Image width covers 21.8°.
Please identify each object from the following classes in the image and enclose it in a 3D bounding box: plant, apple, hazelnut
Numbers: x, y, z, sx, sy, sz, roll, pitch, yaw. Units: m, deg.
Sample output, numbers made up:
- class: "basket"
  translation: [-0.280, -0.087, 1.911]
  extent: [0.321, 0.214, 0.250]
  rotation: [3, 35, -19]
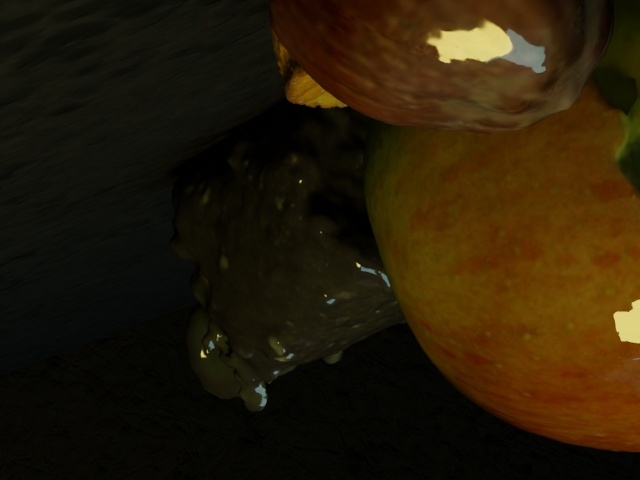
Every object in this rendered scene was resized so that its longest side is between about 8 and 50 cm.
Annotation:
- class: "plant"
  translation: [0.000, 0.000, 1.291]
  extent: [0.188, 0.199, 0.276]
  rotation: [-15, 166, -36]
- class: "apple"
  translation: [0.188, -0.029, 1.036]
  extent: [0.339, 0.339, 0.339]
  rotation: [-22, 176, -2]
- class: "hazelnut"
  translation: [0.051, -0.104, 0.651]
  extent: [0.143, 0.143, 0.154]
  rotation: [-23, 175, 1]

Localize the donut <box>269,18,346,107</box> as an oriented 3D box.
- class: "donut"
  translation: [0.038, -0.121, 0.873]
  extent: [0.152, 0.058, 0.152]
  rotation: [-23, 175, -2]
